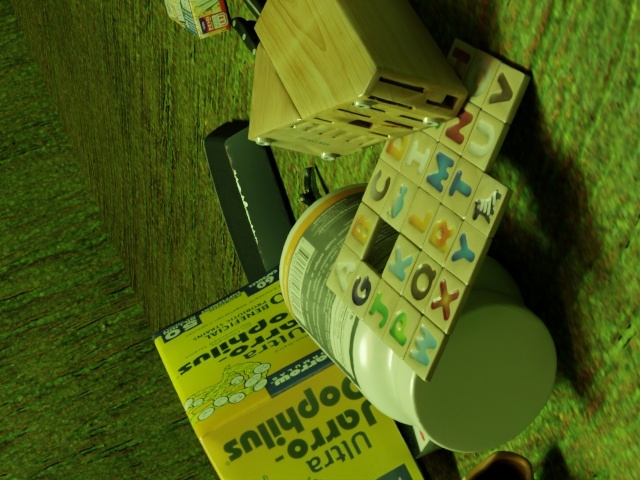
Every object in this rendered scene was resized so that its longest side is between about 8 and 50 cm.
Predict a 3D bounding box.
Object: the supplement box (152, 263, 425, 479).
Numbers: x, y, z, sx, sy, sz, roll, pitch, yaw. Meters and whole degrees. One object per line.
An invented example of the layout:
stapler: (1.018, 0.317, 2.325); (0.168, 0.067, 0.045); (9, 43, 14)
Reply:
supplement box: (-0.044, 0.192, 1.863); (0.195, 0.194, 0.356); (63, 174, -20)

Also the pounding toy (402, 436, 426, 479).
pounding toy: (0.062, 0.337, 1.955); (0.237, 0.110, 0.183); (89, 158, -53)

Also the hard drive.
hard drive: (-0.081, -0.026, 2.100); (0.172, 0.054, 0.254); (-163, 53, -72)

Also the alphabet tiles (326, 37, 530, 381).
alphabet tiles: (0.087, -0.035, 1.272); (0.237, 0.009, 0.198); (-68, 28, 11)

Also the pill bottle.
pill bottle: (0.081, 0.064, 1.412); (0.278, 0.162, 0.162); (-138, 30, -60)

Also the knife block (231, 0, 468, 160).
knife block: (0.017, -0.200, 1.367); (0.276, 0.088, 0.242); (-14, 69, 59)

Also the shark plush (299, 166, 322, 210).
shark plush: (0.000, 0.000, 1.847); (0.161, 0.073, 0.067); (62, -164, 5)

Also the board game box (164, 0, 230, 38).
board game box: (-0.174, -0.357, 1.998); (0.147, 0.045, 0.193); (-139, 31, -62)

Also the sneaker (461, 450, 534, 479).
sneaker: (0.114, 0.297, 1.373); (0.123, 0.106, 0.290); (108, -177, -50)

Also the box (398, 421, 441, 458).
box: (0.099, 0.135, 1.695); (0.186, 0.038, 0.145); (106, 141, -69)
